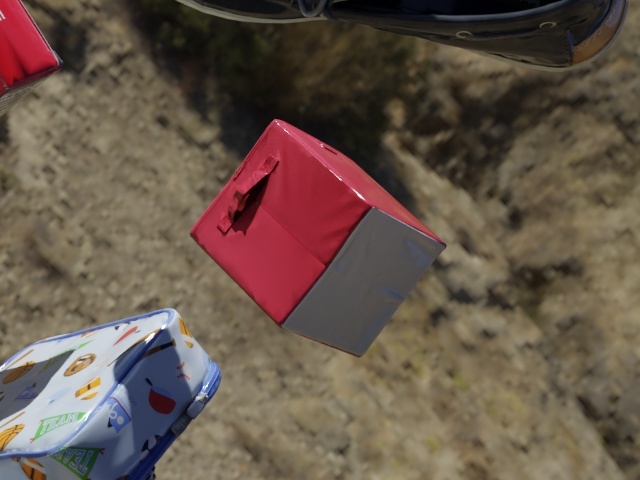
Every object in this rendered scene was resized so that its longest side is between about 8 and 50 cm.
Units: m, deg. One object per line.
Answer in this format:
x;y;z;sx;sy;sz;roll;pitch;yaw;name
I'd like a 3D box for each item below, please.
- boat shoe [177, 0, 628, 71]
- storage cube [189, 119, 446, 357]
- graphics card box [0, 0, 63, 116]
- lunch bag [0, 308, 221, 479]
0.029;-0.272;1.421;0.500;0.187;0.156;16;-5;9;boat shoe
0.000;0.000;1.929;0.193;0.184;0.215;43;10;36;storage cube
-0.462;-0.178;1.662;0.233;0.371;0.094;58;36;-2;graphics card box
-0.242;0.177;1.582;0.115;0.303;0.243;56;49;-20;lunch bag
